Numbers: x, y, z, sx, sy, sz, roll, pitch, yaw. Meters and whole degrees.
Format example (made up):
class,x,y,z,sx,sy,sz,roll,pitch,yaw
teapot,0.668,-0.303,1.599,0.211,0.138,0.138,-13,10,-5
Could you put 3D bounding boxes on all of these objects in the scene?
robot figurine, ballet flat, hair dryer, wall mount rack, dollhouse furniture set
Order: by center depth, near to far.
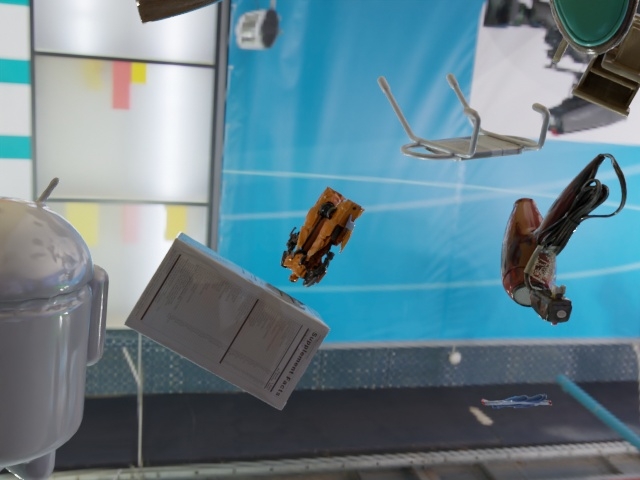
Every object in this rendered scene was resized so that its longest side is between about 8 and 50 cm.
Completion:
class,x,y,z,sx,sy,sz,roll,pitch,yaw
robot figurine,-0.359,0.104,0.781,0.200,0.353,0.300,15,-167,28
ballet flat,0.319,-0.370,0.850,0.107,0.316,0.106,-9,176,30
hair dryer,0.329,-0.008,0.989,0.080,0.223,0.293,24,-174,-10
dollhouse furniture set,0.492,-0.276,1.169,0.212,0.161,0.242,27,-149,12
wall mount rack,0.289,-0.258,1.486,0.350,0.130,0.304,-10,-154,-33
robot figurine,0.000,0.000,2.048,0.085,0.291,0.211,26,-173,-39

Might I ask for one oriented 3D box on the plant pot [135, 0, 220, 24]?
class,x,y,z,sx,sy,sz,roll,pitch,yaw
plant pot,-0.208,-0.493,1.222,0.230,0.215,0.215,-8,-164,-7

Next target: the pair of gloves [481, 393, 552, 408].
class,x,y,z,sx,sy,sz,roll,pitch,yaw
pair of gloves,0.508,0.414,1.831,0.159,0.023,0.198,-9,161,25

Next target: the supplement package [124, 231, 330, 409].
class,x,y,z,sx,sy,sz,roll,pitch,yaw
supplement package,-0.130,0.110,1.007,0.244,0.139,0.134,32,180,-10
